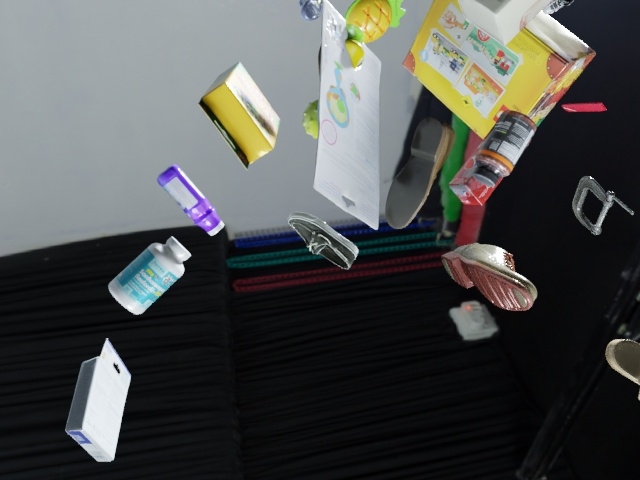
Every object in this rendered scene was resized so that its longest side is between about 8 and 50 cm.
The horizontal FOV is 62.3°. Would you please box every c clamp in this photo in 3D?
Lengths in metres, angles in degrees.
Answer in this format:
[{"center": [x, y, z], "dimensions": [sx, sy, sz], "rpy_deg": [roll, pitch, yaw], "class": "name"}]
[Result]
[{"center": [0.594, -0.067, 1.141], "dimensions": [0.160, 0.022, 0.137], "rpy_deg": [73, -8, -61], "class": "c clamp"}]

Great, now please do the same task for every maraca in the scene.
[{"center": [0.143, -0.592, 1.397], "dimensions": [0.099, 0.186, 0.127], "rpy_deg": [54, -15, 39], "class": "maraca"}]

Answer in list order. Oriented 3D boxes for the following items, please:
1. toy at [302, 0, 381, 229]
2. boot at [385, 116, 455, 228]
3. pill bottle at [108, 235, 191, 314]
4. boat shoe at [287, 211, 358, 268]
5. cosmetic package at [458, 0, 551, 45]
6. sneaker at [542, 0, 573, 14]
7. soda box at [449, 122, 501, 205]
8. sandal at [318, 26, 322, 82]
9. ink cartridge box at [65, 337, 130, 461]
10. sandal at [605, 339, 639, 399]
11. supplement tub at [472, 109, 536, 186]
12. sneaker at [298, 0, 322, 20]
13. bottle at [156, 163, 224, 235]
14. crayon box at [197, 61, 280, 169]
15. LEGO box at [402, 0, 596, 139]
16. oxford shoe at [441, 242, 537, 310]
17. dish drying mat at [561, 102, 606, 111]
[{"center": [0.020, -0.141, 0.619], "dimensions": [0.137, 0.056, 0.237], "rpy_deg": [28, 62, -51], "class": "toy"}, {"center": [0.273, -0.167, 1.404], "dimensions": [0.112, 0.115, 0.305], "rpy_deg": [35, -68, 34], "class": "boot"}, {"center": [-0.561, 0.109, 1.766], "dimensions": [0.146, 0.264, 0.146], "rpy_deg": [44, -8, 8], "class": "pill bottle"}, {"center": [0.000, 0.000, 1.457], "dimensions": [0.070, 0.219, 0.077], "rpy_deg": [-59, -179, -35], "class": "boat shoe"}, {"center": [0.482, -0.629, 1.234], "dimensions": [0.153, 0.296, 0.129], "rpy_deg": [53, 11, 31], "class": "cosmetic package"}, {"center": [0.627, -0.625, 1.384], "dimensions": [0.038, 0.098, 0.069], "rpy_deg": [48, 39, -12], "class": "sneaker"}, {"center": [0.496, -0.228, 1.549], "dimensions": [0.092, 0.263, 0.083], "rpy_deg": [43, -10, -21], "class": "soda box"}, {"center": [0.029, -0.530, 1.519], "dimensions": [0.090, 0.060, 0.219], "rpy_deg": [52, 45, -79], "class": "sandal"}, {"center": [-0.527, 0.384, 1.273], "dimensions": [0.223, 0.045, 0.223], "rpy_deg": [90, -1, -50], "class": "ink cartridge box"}, {"center": [0.615, 0.264, 0.979], "dimensions": [0.240, 0.088, 0.079], "rpy_deg": [38, -12, -1], "class": "sandal"}, {"center": [0.492, -0.246, 1.440], "dimensions": [0.197, 0.106, 0.106], "rpy_deg": [-58, -170, 0], "class": "supplement tub"}, {"center": [-0.029, -0.627, 1.421], "dimensions": [0.053, 0.059, 0.144], "rpy_deg": [56, 38, -34], "class": "sneaker"}, {"center": [-0.461, -0.141, 1.895], "dimensions": [0.282, 0.092, 0.118], "rpy_deg": [51, -12, -20], "class": "bottle"}, {"center": [-0.200, -0.331, 1.377], "dimensions": [0.202, 0.081, 0.318], "rpy_deg": [54, 17, -25], "class": "crayon box"}, {"center": [0.565, -0.603, 1.764], "dimensions": [0.500, 0.193, 0.372], "rpy_deg": [49, -36, 18], "class": "LEGO box"}, {"center": [0.428, 0.066, 1.301], "dimensions": [0.123, 0.130, 0.348], "rpy_deg": [60, -7, -20], "class": "oxford shoe"}, {"center": [0.563, -0.284, 1.132], "dimensions": [0.083, 0.032, 0.008], "rpy_deg": [15, -95, 49], "class": "dish drying mat"}]
